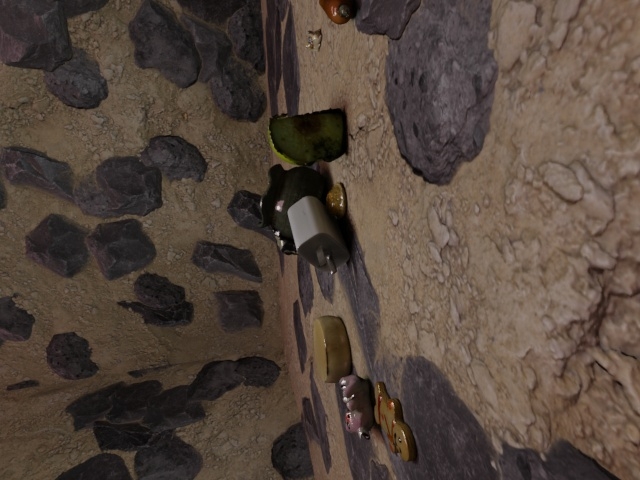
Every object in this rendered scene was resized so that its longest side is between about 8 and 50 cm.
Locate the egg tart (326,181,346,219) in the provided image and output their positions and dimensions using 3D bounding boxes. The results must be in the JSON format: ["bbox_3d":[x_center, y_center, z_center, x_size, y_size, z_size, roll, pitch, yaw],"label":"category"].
[{"bbox_3d":[0.049,-0.132,1.349,0.129,0.049,0.129,175,90,-77],"label":"egg tart"}]

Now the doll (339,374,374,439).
[{"bbox_3d":[0.115,0.515,1.253,0.149,0.095,0.192,119,142,-80],"label":"doll"}]

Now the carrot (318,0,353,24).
[{"bbox_3d":[0.034,-0.655,1.137,0.336,0.069,0.069,-108,17,-56],"label":"carrot"}]

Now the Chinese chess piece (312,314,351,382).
[{"bbox_3d":[0.040,0.412,1.546,0.251,0.097,0.251,175,90,-77],"label":"Chinese chess piece"}]

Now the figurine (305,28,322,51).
[{"bbox_3d":[-0.026,-0.700,1.416,0.083,0.050,0.047,109,158,-63],"label":"figurine"}]

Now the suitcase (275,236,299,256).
[{"bbox_3d":[-0.134,-0.098,1.866,0.339,0.193,0.352,151,112,-84],"label":"suitcase"}]

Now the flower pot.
[{"bbox_3d":[-0.111,-0.139,1.552,0.302,0.212,0.302,-166,90,-89],"label":"flower pot"}]

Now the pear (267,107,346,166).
[{"bbox_3d":[-0.059,-0.324,1.310,0.255,0.238,0.164,-147,46,-73],"label":"pear"}]

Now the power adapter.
[{"bbox_3d":[0.000,0.000,1.329,0.187,0.124,0.255,40,-157,-41],"label":"power adapter"}]

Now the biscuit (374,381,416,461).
[{"bbox_3d":[0.186,0.475,1.054,0.234,0.030,0.153,-132,36,-71],"label":"biscuit"}]
